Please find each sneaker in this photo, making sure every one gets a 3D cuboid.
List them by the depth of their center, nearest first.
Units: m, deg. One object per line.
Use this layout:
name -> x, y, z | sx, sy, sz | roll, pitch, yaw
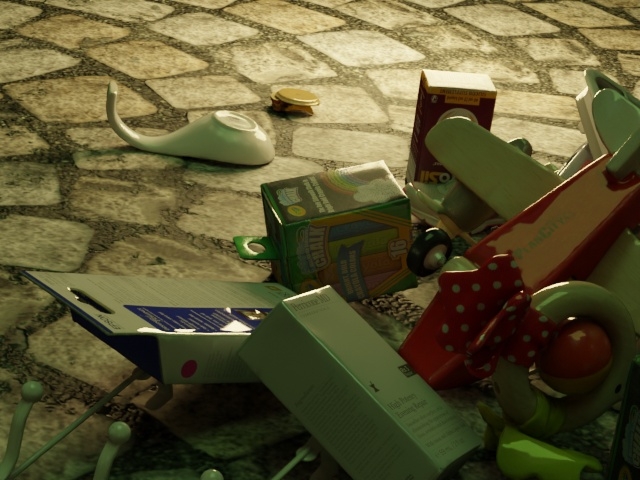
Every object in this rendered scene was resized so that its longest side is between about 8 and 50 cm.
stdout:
sneaker -> 0.240, -0.074, 2.104 | 0.252, 0.111, 0.103 | 2, 25, -10

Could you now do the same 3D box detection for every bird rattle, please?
bird rattle -> 0.225, 0.119, 1.492 | 0.207, 0.254, 0.143 | -23, 18, -19

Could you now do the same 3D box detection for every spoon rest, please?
spoon rest -> -0.203, -0.167, 2.262 | 0.276, 0.084, 0.137 | 16, 24, -13

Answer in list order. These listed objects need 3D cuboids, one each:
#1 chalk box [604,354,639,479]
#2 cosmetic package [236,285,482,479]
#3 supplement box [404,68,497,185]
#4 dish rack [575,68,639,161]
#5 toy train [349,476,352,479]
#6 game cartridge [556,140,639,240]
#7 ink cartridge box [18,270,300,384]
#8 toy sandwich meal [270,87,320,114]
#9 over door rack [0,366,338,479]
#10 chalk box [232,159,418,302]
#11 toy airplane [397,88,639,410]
chalk box -> 0.400, 0.218, 1.422 | 0.179, 0.180, 0.289 | -2, 27, -19
cosmetic package -> 0.039, 0.156, 1.455 | 0.231, 0.085, 0.117 | 46, 24, 14
supplement box -> 0.191, -0.149, 2.163 | 0.104, 0.188, 0.081 | 4, 25, -6
dish rack -> 0.487, -0.077, 2.045 | 0.332, 0.072, 0.286 | 29, 31, -23
toy train -> 0.038, 0.217, 1.518 | 0.036, 0.027, 0.158 | 9, 22, -21
game cartridge -> 0.389, -0.021, 1.989 | 0.196, 0.060, 0.294 | 47, 32, 0
ink cartridge box -> -0.132, 0.094, 1.578 | 0.371, 0.069, 0.175 | 8, 14, -45
toy sandwich meal -> -0.043, -0.235, 2.489 | 0.085, 0.029, 0.085 | 10, 22, -4
over door rack -> -0.165, 0.203, 1.397 | 0.239, 0.108, 0.324 | 22, 28, 28
chalk box -> 0.000, 0.000, 1.837 | 0.213, 0.132, 0.132 | -12, 28, -8
toy airplane -> 0.296, 0.016, 1.730 | 0.384, 0.272, 0.386 | -1, 56, 13
